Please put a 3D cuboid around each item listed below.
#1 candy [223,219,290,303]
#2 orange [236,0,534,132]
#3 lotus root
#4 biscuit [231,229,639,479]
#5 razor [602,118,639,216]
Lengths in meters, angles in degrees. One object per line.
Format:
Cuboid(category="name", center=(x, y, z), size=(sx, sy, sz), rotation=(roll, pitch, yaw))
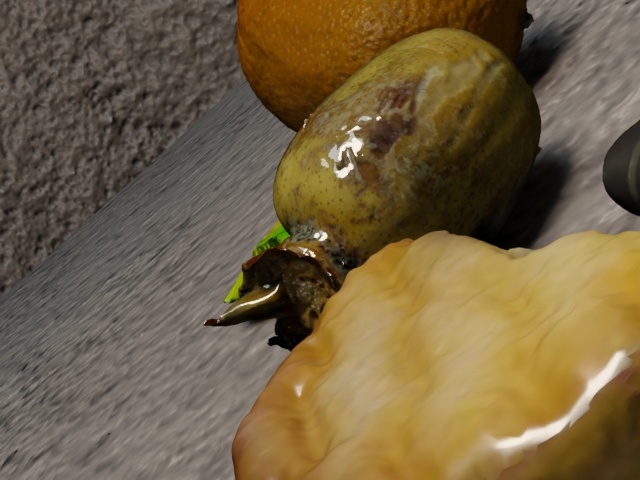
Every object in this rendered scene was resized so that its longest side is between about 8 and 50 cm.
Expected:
Cuboid(category="candy", center=(0.000, 0.000, 0.851), size=(0.149, 0.069, 0.246), rotation=(-46, 17, -22))
Cuboid(category="orange", center=(0.056, -0.200, 0.926), size=(0.264, 0.264, 0.264), rotation=(-39, 16, 13))
Cuboid(category="lotus root", center=(0.045, -0.028, 0.660), size=(0.278, 0.154, 0.154), rotation=(-47, 15, -34))
Cuboid(category="biscuit", center=(0.064, 0.071, 0.459), size=(0.213, 0.091, 0.274), rotation=(-42, 17, -11))
Cuboid(category="razor", center=(0.206, -0.045, 0.487), size=(0.090, 0.054, 0.148), rotation=(-46, 17, -13))
